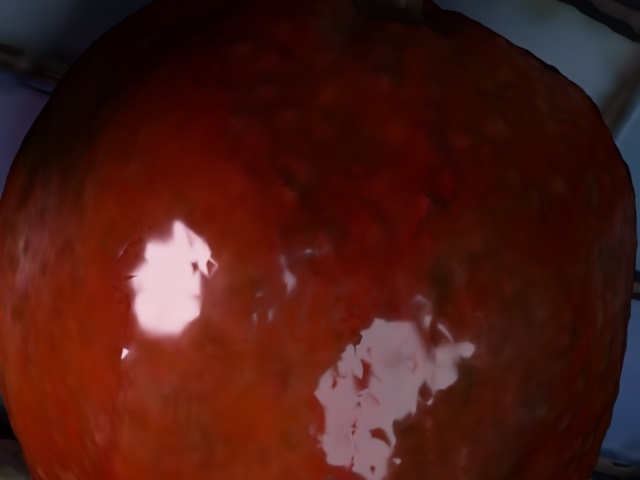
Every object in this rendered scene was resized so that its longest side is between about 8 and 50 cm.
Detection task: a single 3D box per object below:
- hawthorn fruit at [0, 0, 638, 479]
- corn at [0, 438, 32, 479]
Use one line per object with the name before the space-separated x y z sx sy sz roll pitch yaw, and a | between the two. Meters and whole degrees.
hawthorn fruit | 0.000 0.000 0.487 0.205 0.205 0.253 -4 122 -18
corn | -0.092 0.139 0.621 0.335 0.126 0.126 19 119 -29
